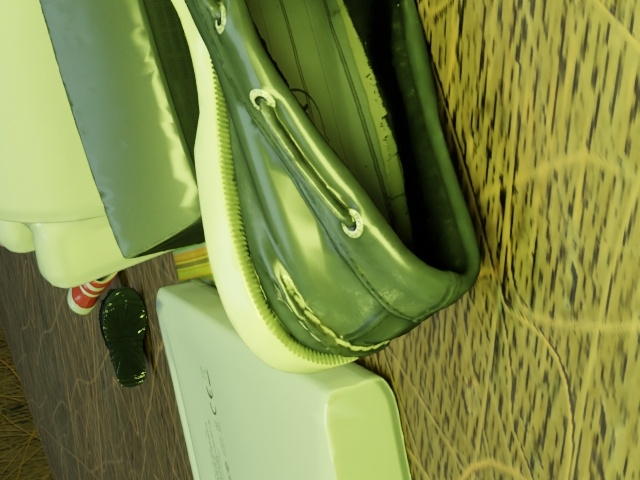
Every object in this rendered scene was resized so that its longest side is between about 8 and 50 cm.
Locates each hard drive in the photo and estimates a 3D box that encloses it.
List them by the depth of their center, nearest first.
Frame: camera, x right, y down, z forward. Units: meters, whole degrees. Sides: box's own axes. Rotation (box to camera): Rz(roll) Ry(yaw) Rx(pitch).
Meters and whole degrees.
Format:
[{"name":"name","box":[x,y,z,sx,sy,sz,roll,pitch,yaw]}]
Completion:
[{"name":"hard drive","box":[-0.058,-0.129,0.772,0.054,0.172,0.254,-16,88,40]},{"name":"hard drive","box":[-0.021,0.165,1.070,0.353,0.047,0.233,-158,55,-68]}]

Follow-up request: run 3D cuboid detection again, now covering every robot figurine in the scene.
[{"name":"robot figurine","box":[-0.173,-0.151,1.059,0.300,0.200,0.353,27,132,46]}]

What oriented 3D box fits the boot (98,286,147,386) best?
[{"name":"boot","box":[-0.206,0.082,1.675,0.099,0.045,0.121,-119,22,-58]}]

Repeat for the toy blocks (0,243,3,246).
[{"name":"toy blocks","box":[-0.324,-0.152,1.630,0.289,0.260,0.309,11,91,42]}]

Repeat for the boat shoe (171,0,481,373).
[{"name":"boat shoe","box":[-0.006,-0.118,0.694,0.113,0.127,0.340,-17,78,45]}]

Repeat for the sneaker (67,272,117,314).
[{"name":"sneaker","box":[-0.238,0.015,1.723,0.067,0.042,0.118,-50,32,43]}]

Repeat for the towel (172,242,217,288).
[{"name":"towel","box":[-0.108,-0.061,1.254,0.102,0.021,0.237,168,89,-69]}]
